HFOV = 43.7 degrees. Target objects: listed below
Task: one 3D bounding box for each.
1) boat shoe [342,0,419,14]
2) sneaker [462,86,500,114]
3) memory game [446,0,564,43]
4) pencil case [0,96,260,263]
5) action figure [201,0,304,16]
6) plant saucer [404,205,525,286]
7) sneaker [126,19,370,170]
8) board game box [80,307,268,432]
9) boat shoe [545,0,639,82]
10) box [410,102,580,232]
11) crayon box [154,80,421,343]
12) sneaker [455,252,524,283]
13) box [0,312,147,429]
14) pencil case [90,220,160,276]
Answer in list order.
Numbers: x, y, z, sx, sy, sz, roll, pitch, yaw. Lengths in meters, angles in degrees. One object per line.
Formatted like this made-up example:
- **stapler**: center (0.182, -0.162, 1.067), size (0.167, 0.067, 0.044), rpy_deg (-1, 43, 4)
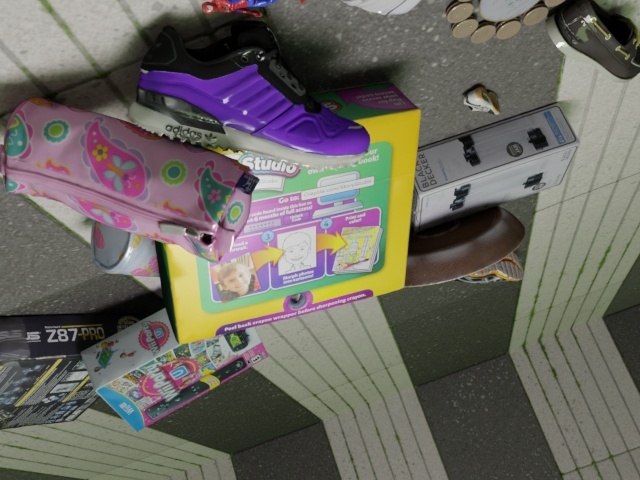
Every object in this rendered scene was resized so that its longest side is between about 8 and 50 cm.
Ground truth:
- **boat shoe**: center (0.105, -0.318, 0.797), size (0.084, 0.095, 0.258), rpy_deg (-9, 155, -34)
- **sneaker**: center (0.251, -0.215, 1.245), size (0.036, 0.032, 0.083), rpy_deg (-18, 157, 34)
- **memory game**: center (0.247, -0.318, 1.023), size (0.186, 0.012, 0.186), rpy_deg (-16, 158, -7)
- **pencil case**: center (-0.214, -0.068, 0.906), size (0.284, 0.124, 0.124), rpy_deg (20, 154, 3)
- **action figure**: center (-0.073, -0.263, 0.869), size (0.115, 0.030, 0.038), rpy_deg (-12, 162, -12)
- **plant saucer**: center (0.218, -0.006, 1.474), size (0.310, 0.050, 0.311), rpy_deg (-15, -161, 5)
- **sneaker**: center (-0.062, -0.173, 0.920), size (0.293, 0.102, 0.146), rpy_deg (9, 107, -23)
- **board game box**: center (-0.270, 0.221, 1.537), size (0.303, 0.098, 0.224), rpy_deg (-28, 147, -8)
- **boat shoe**: center (0.414, -0.286, 1.140), size (0.227, 0.081, 0.068), rpy_deg (5, 151, -41)
- **box**: center (0.287, -0.123, 1.401), size (0.289, 0.087, 0.169), rpy_deg (-19, 158, -2)
- **crayon box**: center (-0.052, -0.039, 1.131), size (0.362, 0.106, 0.313), rpy_deg (-12, 127, -17)
- **sneaker**: center (0.411, 0.069, 1.963), size (0.214, 0.084, 0.083), rpy_deg (6, 151, -30)
- **box**: center (-0.565, 0.272, 1.600), size (0.318, 0.097, 0.395), rpy_deg (0, 150, -43)
- **pencil case**: center (-0.216, 0.001, 1.240), size (0.273, 0.114, 0.124), rpy_deg (5, 142, -45)
